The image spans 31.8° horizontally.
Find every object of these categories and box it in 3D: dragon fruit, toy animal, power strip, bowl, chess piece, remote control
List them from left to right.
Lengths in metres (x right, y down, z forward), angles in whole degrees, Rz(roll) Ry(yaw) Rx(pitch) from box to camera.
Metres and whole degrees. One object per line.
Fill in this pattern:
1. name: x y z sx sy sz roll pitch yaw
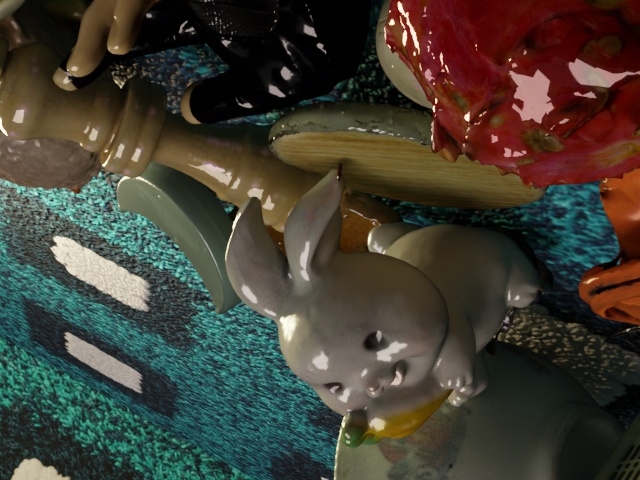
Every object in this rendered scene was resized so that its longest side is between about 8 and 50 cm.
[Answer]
1. toy animal: -0.334 -0.167 1.245 0.227 0.188 0.358 20 157 35
2. chess piece: -0.189 -0.117 1.118 0.397 0.117 0.117 18 162 -21
3. power strip: -0.183 -0.028 1.456 0.253 0.054 0.167 46 150 14
4. toy animal: 0.067 0.064 1.102 0.310 0.247 0.183 -4 161 -41
5. bowl: 0.235 0.286 1.260 0.196 0.434 0.435 -19 129 43
6. dragon fruit: 0.138 -0.163 0.690 0.205 0.210 0.268 -20 90 35
7. remote control: 0.358 0.098 1.198 0.039 0.014 0.096 35 155 -13

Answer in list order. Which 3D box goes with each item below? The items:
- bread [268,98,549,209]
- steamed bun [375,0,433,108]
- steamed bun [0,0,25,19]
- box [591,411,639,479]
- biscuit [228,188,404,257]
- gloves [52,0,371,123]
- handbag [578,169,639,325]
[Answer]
1. bread: 0.082 -0.077 1.029 0.267 0.040 0.267 11 172 2
2. steamed bun: 0.097 -0.154 0.887 0.113 0.090 0.130 24 157 16
3. steamed bun: -0.390 -0.314 0.940 0.394 0.237 0.347 43 154 -30
4. box: 0.401 0.244 1.108 0.166 0.290 0.220 48 154 -7
5. biscuit: -0.005 -0.007 1.369 0.183 0.047 0.320 33 157 -14
6. gloves: -0.099 -0.181 0.974 0.301 0.152 0.197 -11 134 21
7. handbag: 0.407 0.018 0.766 0.304 0.116 0.410 22 162 -26
